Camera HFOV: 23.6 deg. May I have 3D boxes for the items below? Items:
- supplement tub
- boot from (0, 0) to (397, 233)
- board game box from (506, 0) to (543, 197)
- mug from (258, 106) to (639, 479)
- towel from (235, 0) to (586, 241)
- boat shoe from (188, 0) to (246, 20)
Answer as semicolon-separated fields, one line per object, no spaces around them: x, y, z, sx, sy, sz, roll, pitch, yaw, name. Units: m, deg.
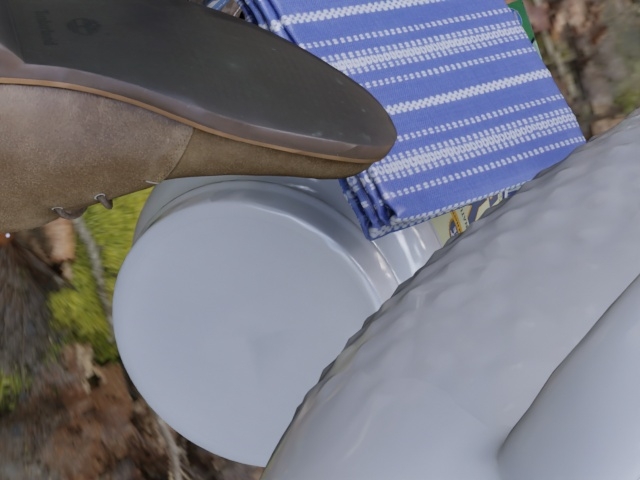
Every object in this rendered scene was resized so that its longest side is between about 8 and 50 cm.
0.000;0.000;1.145;0.235;0.325;0.235;7;116;15;supplement tub
-0.114;-0.060;0.789;0.305;0.112;0.115;8;121;-16;boot
0.142;-0.065;1.498;0.213;0.046;0.317;-19;62;10;board game box
0.149;0.074;0.623;0.328;0.374;0.276;-31;65;-26;mug
0.028;-0.168;1.016;0.243;0.040;0.336;-19;76;-46;towel
-0.100;-0.197;1.439;0.066;0.066;0.183;37;123;-21;boat shoe
